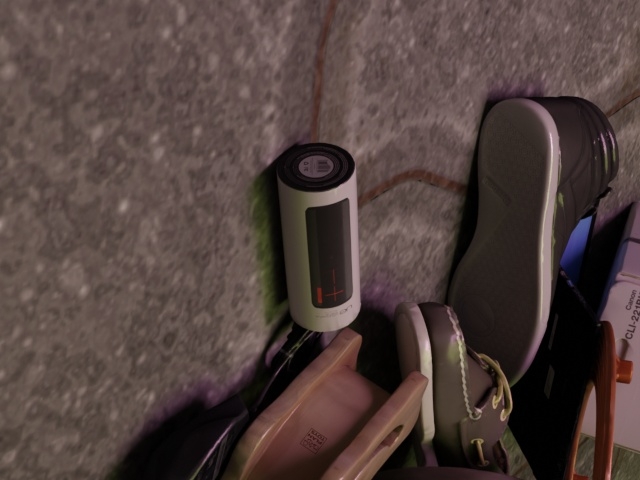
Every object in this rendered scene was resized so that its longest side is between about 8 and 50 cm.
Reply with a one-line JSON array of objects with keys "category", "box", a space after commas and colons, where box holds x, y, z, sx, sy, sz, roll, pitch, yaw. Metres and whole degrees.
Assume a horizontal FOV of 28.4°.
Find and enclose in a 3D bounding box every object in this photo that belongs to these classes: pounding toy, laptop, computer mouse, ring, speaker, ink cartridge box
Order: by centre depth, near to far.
[{"category": "speaker", "box": [0.000, 0.000, 0.893, 0.055, 0.055, 0.136, -42, 145, -35]}, {"category": "computer mouse", "box": [-0.057, 0.109, 0.910, 0.242, 0.041, 0.071, -48, 164, -40]}, {"category": "pounding toy", "box": [0.009, 0.202, 0.937, 0.269, 0.154, 0.154, -42, 158, -46]}, {"category": "ring", "box": [0.256, 0.243, 1.199, 0.336, 0.032, 0.337, 8, 90, -83]}, {"category": "laptop", "box": [0.271, 0.097, 1.328, 0.136, 0.264, 0.234, -5, 124, -13]}, {"category": "ink cartridge box", "box": [0.373, 0.095, 1.444, 0.273, 0.114, 0.197, -45, 150, -65]}]

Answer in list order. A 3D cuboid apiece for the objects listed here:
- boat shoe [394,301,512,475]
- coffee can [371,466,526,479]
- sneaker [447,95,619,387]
[{"category": "boat shoe", "box": [0.122, 0.143, 1.127, 0.305, 0.091, 0.109, 77, 3, -54]}, {"category": "coffee can", "box": [0.112, 0.361, 1.105, 0.201, 0.201, 0.275, 61, 33, -56]}, {"category": "sneaker", "box": [0.206, -0.001, 1.177, 0.147, 0.104, 0.296, -22, 126, -44]}]
